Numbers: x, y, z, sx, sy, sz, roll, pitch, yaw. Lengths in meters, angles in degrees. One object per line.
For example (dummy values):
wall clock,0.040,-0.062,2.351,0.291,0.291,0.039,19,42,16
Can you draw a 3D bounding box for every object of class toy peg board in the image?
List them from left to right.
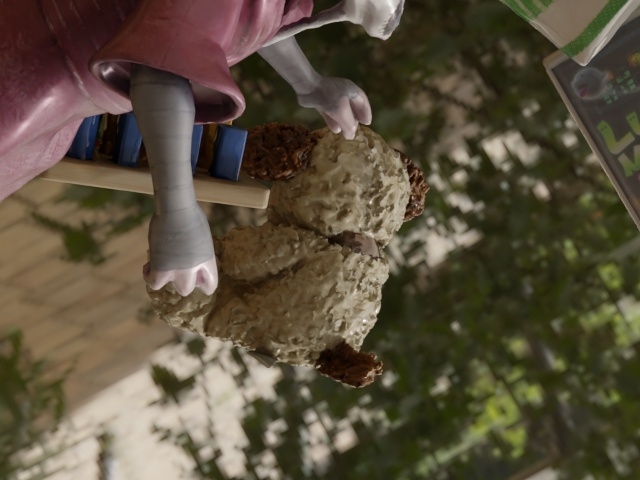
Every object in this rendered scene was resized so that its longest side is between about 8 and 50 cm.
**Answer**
toy peg board,-0.130,-0.086,1.179,0.161,0.079,0.160,7,-169,-23

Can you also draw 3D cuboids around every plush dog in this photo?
plush dog,0.000,0.000,1.543,0.262,0.225,0.210,13,-174,-44

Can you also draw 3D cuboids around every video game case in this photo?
video game case,0.274,-0.097,1.126,0.190,0.173,0.022,-31,-170,8

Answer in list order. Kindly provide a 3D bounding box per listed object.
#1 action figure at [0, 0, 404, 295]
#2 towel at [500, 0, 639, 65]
action figure,-0.110,-0.118,0.822,0.370,0.276,0.248,-24,-168,10
towel,0.126,-0.294,0.980,0.248,0.325,0.038,-48,-159,-7
